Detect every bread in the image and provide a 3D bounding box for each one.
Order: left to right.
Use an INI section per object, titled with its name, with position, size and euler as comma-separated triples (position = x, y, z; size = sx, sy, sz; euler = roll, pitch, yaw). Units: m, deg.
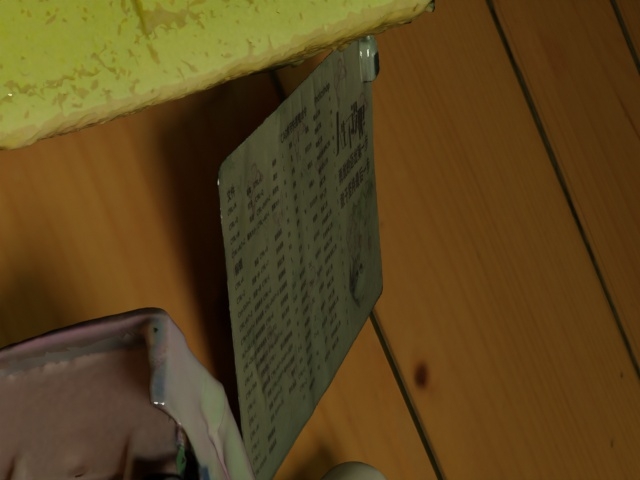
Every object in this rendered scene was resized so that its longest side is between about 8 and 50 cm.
[bread]
position = -0.103, -0.132, 0.794
size = 0.264, 0.163, 0.167
euler = -23, 96, -37

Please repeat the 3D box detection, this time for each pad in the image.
[pad]
position = -0.001, 0.000, 0.886
size = 0.265, 0.009, 0.159
euler = -54, 142, -64

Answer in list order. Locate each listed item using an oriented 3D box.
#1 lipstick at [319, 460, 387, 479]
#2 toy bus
[lipstick]
position = -0.003, 0.132, 0.796
size = 0.038, 0.038, 0.131
euler = 68, 21, -4
[toy bus]
position = -0.065, 0.160, 0.557
size = 0.112, 0.090, 0.274
euler = 56, 24, -46
